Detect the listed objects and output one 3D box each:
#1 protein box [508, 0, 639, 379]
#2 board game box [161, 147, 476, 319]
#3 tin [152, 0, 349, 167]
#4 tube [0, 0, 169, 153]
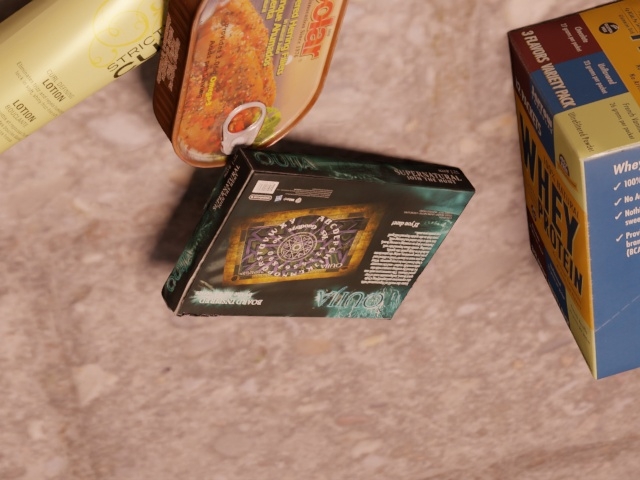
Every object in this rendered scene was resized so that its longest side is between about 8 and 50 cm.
[{"bbox_3d":[0.244,-0.046,1.001,0.200,0.136,0.201,-16,133,-3],"label":"protein box"},{"bbox_3d":[0.000,0.000,1.012,0.186,0.026,0.126,4,131,-38],"label":"board game box"},{"bbox_3d":[-0.040,-0.116,0.881,0.106,0.040,0.190,-17,149,-25],"label":"tin"},{"bbox_3d":[-0.118,-0.128,0.869,0.240,0.070,0.062,-33,91,4],"label":"tube"}]
